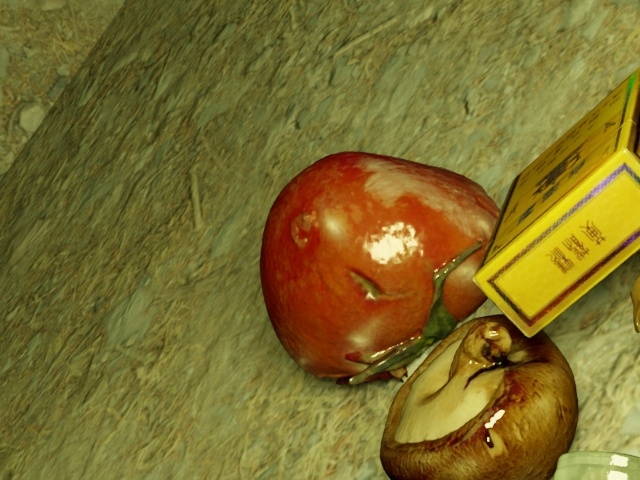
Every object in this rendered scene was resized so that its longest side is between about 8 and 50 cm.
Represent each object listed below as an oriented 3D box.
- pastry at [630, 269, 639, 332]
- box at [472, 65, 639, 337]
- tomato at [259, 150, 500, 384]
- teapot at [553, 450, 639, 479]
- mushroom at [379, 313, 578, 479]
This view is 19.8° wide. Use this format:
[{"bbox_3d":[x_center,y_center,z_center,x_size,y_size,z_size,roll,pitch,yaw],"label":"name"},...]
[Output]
[{"bbox_3d":[0.373,0.019,1.588,0.229,0.100,0.218,-41,26,17],"label":"pastry"},{"bbox_3d":[0.260,-0.045,1.764,0.193,0.084,0.301,-44,5,24],"label":"box"},{"bbox_3d":[0.038,-0.002,2.007,0.309,0.170,0.309,-15,56,24],"label":"tomato"},{"bbox_3d":[0.260,0.238,1.506,0.111,0.149,0.108,85,-162,-71],"label":"teapot"},{"bbox_3d":[0.155,0.170,1.725,0.194,0.138,0.231,-54,10,24],"label":"mushroom"}]
